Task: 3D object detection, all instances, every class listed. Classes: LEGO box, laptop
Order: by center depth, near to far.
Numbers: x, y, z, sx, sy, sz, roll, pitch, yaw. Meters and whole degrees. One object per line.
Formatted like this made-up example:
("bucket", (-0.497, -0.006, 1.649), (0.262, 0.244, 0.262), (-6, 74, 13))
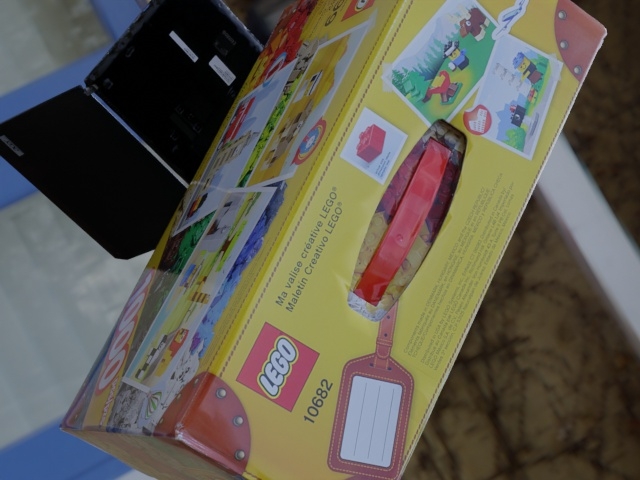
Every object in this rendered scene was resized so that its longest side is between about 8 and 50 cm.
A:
("LEGO box", (0.000, 0.000, 1.434), (0.193, 0.500, 0.372), (32, -17, -18))
("laptop", (-0.183, -0.131, 1.704), (0.234, 0.264, 0.136), (45, -14, -33))

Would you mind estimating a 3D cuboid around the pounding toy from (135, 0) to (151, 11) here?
("pounding toy", (-0.251, -0.395, 2.069), (0.206, 0.181, 0.094), (55, -9, -5))
